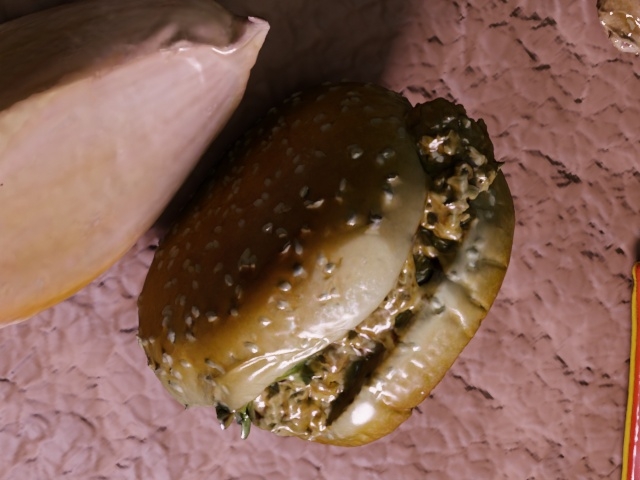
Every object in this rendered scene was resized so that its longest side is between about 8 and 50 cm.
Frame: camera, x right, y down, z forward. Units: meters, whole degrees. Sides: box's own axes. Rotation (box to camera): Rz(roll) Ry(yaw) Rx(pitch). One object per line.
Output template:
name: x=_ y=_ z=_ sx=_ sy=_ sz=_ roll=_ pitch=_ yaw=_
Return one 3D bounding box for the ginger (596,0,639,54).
ginger: x=0.234 y=-0.136 z=0.982 sx=0.133 sy=0.059 sz=0.214 roll=-35 pitch=114 yaw=-13

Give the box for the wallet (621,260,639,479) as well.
wallet: x=0.268 y=0.125 z=1.064 sx=0.141 sy=0.067 sz=0.241 roll=-6 pitch=107 yaw=-17

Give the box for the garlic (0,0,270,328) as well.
garlic: x=-0.143 y=-0.046 z=0.838 sx=0.245 sy=0.164 sz=0.145 roll=-33 pitch=95 yaw=-11

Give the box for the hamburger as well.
hamburger: x=0.000 y=0.000 z=0.877 sx=0.122 sy=0.189 sz=0.215 roll=34 pitch=105 yaw=-30
